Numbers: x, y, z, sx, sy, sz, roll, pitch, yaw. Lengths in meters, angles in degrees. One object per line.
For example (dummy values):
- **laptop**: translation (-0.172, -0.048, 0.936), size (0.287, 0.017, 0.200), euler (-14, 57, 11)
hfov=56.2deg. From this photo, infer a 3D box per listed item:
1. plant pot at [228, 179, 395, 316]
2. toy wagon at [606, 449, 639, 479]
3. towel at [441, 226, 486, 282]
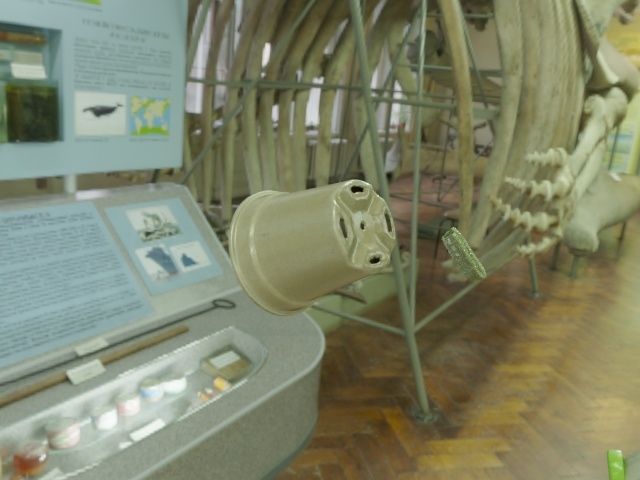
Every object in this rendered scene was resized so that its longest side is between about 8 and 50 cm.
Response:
- **plant pot**: translation (0.000, 0.000, 1.463), size (0.305, 0.334, 0.333), euler (-17, -4, 42)
- **toy wagon**: translation (0.556, 0.378, 0.828), size (0.267, 0.344, 0.068), euler (-8, 40, 26)
- **towel**: translation (0.362, 0.038, 1.515), size (0.027, 0.148, 0.110), euler (-31, -8, -7)
